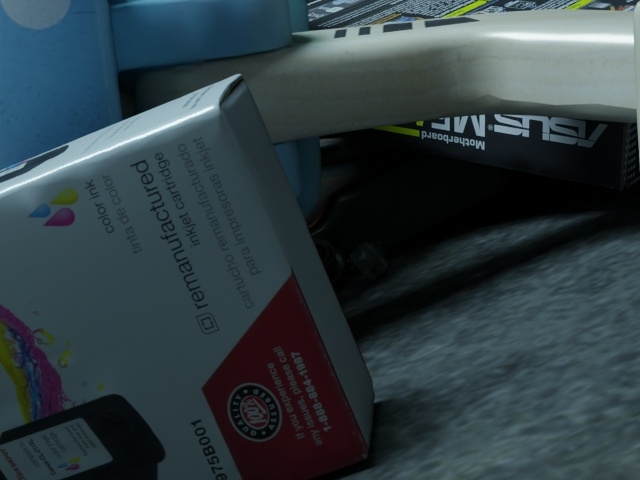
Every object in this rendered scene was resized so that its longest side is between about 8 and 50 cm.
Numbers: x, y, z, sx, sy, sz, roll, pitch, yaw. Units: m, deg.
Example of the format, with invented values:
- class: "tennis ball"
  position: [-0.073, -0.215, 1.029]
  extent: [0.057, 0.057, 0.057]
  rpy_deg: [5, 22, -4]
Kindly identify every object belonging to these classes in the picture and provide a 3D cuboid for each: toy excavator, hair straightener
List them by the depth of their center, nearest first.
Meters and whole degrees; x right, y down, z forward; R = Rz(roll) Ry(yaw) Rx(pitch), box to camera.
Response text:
- class: "toy excavator"
  position: [-0.034, -0.073, 0.632]
  extent: [0.445, 0.222, 0.433]
  rpy_deg: [-11, 14, -13]
- class: "hair straightener"
  position: [0.000, 0.000, 0.746]
  extent: [0.230, 0.047, 0.089]
  rpy_deg: [-24, 9, -13]

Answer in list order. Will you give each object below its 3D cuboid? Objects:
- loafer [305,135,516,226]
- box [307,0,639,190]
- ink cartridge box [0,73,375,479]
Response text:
- class: "loafer"
  position: [0.064, -0.066, 0.858]
  extent: [0.267, 0.084, 0.096]
  rpy_deg: [-26, 10, -24]
- class: "box"
  position: [0.129, -0.113, 0.802]
  extent: [0.216, 0.060, 0.270]
  rpy_deg: [14, 28, 32]
- class: "ink cartridge box"
  position: [-0.085, 0.037, 0.487]
  extent: [0.175, 0.127, 0.072]
  rpy_deg: [-21, 12, 9]
